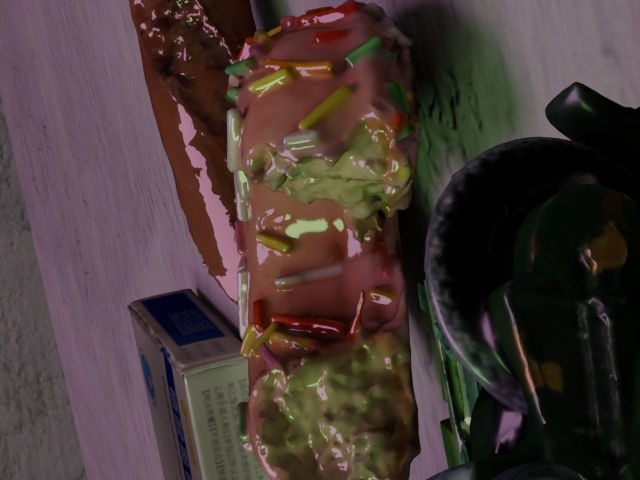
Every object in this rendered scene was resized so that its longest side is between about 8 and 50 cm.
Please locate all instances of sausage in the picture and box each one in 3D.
[{"bbox_3d":[-0.055,-0.078,0.870,0.079,0.087,0.327,98,156,-80],"label":"sausage"}]

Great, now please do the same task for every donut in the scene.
[{"bbox_3d":[0.000,0.000,0.686,0.199,0.085,0.233,-96,5,-68],"label":"donut"}]

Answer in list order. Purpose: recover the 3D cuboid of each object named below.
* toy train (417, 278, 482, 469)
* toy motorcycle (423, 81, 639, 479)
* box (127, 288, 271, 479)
[{"bbox_3d":[0.074,0.062,0.638,0.081,0.050,0.122,-141,41,-83],"label":"toy train"},{"bbox_3d":[0.110,0.095,0.372,0.125,0.187,0.275,137,136,-64],"label":"toy motorcycle"},{"bbox_3d":[-0.083,0.229,1.250,0.200,0.065,0.344,-146,44,-67],"label":"box"}]
